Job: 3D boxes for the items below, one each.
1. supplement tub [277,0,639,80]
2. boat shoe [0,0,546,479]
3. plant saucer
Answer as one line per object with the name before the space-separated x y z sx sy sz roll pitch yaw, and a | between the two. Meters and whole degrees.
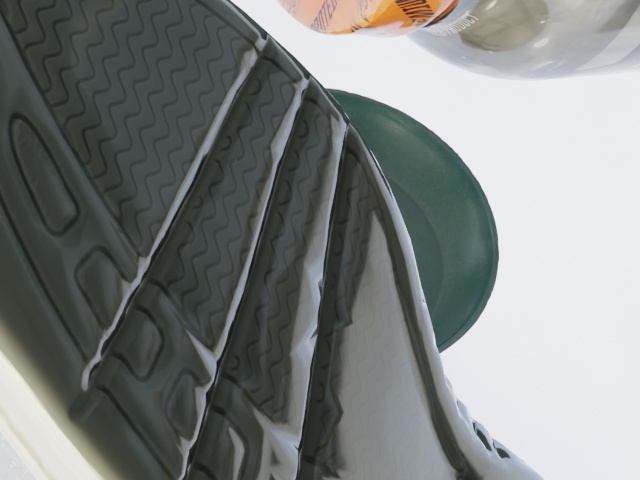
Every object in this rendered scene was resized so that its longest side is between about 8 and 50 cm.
supplement tub | 0.137 -0.159 0.719 0.316 0.193 0.194 -8 -106 -28
boat shoe | -0.023 0.055 0.458 0.320 0.103 0.118 52 -138 -42
plant saucer | 0.000 0.000 0.668 0.119 0.021 0.119 7 -127 -10
